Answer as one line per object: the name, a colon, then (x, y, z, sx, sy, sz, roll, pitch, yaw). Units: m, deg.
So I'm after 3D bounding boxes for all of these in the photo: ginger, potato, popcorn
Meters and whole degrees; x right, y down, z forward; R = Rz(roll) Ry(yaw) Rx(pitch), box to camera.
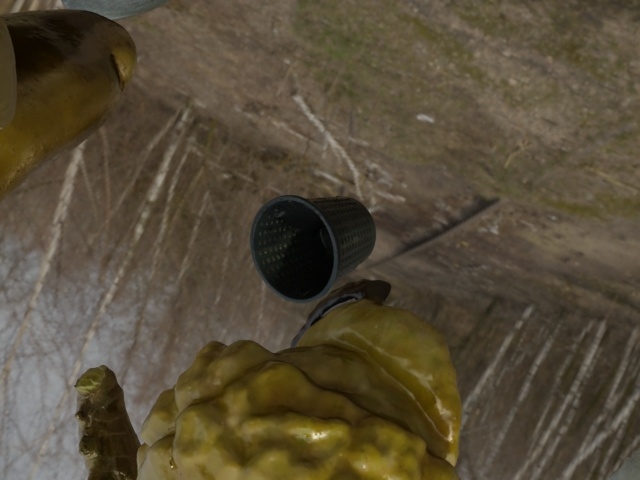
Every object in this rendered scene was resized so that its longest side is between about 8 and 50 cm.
ginger: (-0.281, 0.275, 1.103, 0.206, 0.115, 0.081, 57, 147, 0)
potato: (-0.301, -0.109, 0.694, 0.195, 0.369, 0.176, -27, 104, 40)
popcorn: (-0.010, 0.212, 0.892, 0.348, 0.382, 0.349, 15, 153, 8)

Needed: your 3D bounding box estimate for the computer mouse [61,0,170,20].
computer mouse: (-0.217, -0.442, 1.176, 0.114, 0.374, 0.203, 32, 159, 18)

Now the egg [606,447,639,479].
egg: (0.538, 0.376, 0.914, 0.354, 0.354, 0.340, 29, -147, -41)

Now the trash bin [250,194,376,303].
trash bin: (0.000, 0.000, 1.341, 0.175, 0.176, 0.161, 25, -155, 28)

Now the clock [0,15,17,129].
clock: (-0.254, -0.057, 0.367, 0.234, 0.096, 0.308, -9, -162, -23)
